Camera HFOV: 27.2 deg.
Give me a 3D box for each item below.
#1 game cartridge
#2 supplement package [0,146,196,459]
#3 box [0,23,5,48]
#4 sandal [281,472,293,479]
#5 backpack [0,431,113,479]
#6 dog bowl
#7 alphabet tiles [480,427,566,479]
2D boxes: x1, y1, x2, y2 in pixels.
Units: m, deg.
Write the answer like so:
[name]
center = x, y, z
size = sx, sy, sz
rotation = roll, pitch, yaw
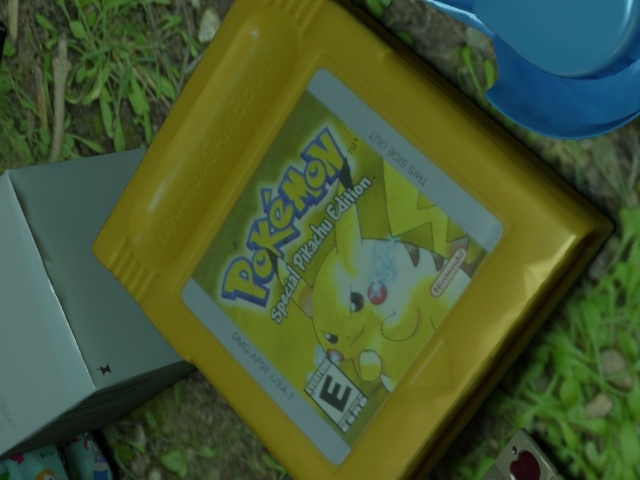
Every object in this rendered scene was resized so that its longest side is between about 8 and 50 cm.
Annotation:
[game cartridge]
center = 0.000, 0.000, 0.926
size = 0.323, 0.052, 0.285
rotation = 43, 113, 25
[supplement package]
center = -0.217, 0.055, 1.132
size = 0.203, 0.149, 0.194
rotation = -33, 77, 44
[box]
center = -0.501, -0.228, 1.237
size = 0.293, 0.295, 0.073
rotation = 41, 126, 31
[sandal]
center = 0.029, 0.221, 0.989
size = 0.219, 0.060, 0.090
rotation = 17, 111, 50
[backpack]
center = -0.335, 0.200, 1.257
size = 0.225, 0.191, 0.254
rotation = -38, 82, 43
[dog bowl]
center = 0.118, -0.189, 0.792
size = 0.297, 0.074, 0.166
rotation = 46, 129, 26
[alphabet tiles]
center = 0.145, 0.276, 0.915
size = 0.198, 0.009, 0.237
rotation = 52, 136, 27
